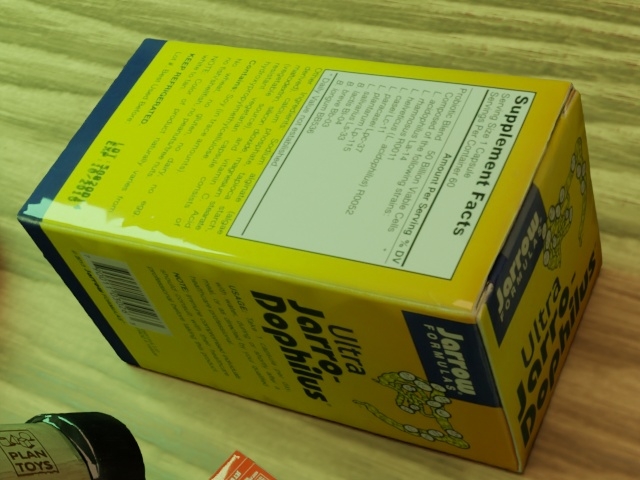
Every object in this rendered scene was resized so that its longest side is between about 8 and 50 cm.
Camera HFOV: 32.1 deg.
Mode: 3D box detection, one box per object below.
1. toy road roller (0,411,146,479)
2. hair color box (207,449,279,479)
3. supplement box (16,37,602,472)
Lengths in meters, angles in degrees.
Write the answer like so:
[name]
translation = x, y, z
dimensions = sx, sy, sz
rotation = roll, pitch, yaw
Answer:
[toy road roller]
translation = -0.184, 0.267, 0.655
dimensions = 0.329, 0.202, 0.240
rotation = 45, 106, 27
[hair color box]
translation = 0.001, 0.212, 0.706
dimensions = 0.167, 0.093, 0.053
rotation = 30, 66, 36
[supplement box]
translation = 0.000, 0.000, 0.817
dimensions = 0.356, 0.195, 0.194
rotation = 11, 56, 28
